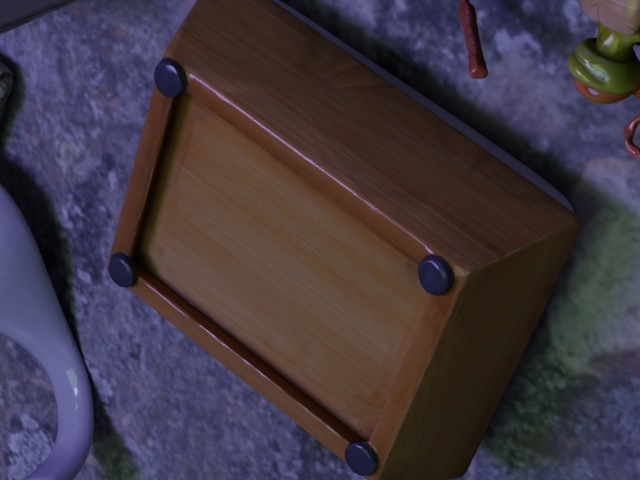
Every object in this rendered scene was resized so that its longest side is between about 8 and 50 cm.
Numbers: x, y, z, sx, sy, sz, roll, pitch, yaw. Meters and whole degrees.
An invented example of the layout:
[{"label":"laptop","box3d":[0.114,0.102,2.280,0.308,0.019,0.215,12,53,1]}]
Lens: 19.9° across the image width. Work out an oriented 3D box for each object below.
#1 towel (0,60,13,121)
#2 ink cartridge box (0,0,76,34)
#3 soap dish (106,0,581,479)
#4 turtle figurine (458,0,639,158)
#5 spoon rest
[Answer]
[{"label":"towel","box3d":[-0.289,-0.102,1.406,0.110,0.027,0.148,39,133,18]},{"label":"ink cartridge box","box3d":[-0.307,-0.286,1.251,0.307,0.129,0.223,18,123,32]},{"label":"soap dish","box3d":[0.000,0.000,1.159,0.291,0.118,0.229,37,131,20]},{"label":"turtle figurine","box3d":[0.176,-0.150,0.946,0.269,0.087,0.217,48,134,49]},{"label":"spoon rest","box3d":[-0.249,0.060,1.424,0.137,0.084,0.276,-15,99,41]}]
